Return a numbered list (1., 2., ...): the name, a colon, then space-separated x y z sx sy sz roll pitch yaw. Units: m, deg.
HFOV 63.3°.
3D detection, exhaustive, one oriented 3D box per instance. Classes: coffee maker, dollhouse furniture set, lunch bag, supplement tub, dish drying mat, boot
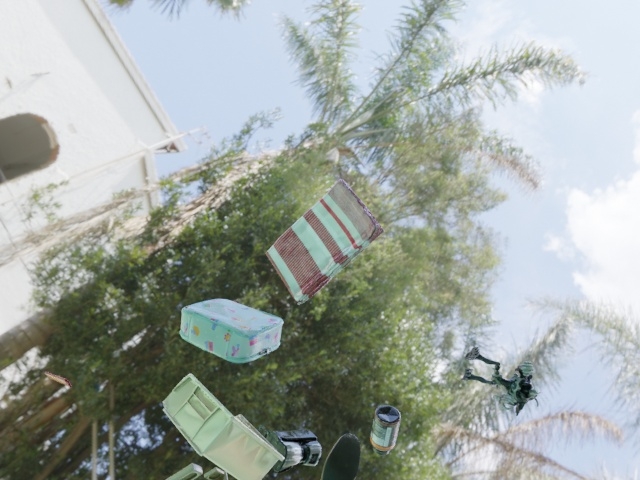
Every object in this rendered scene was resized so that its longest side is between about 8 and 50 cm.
1. coffee maker: -0.106 0.697 1.778 0.120 0.178 0.171 -50 -132 21
2. dollhouse furniture set: -0.397 0.825 1.694 0.144 0.123 0.151 -33 -48 5
3. lunch bag: -0.258 0.264 1.554 0.279 0.224 0.107 16 -79 28
4. supplement tub: 0.256 0.762 2.071 0.106 0.106 0.197 20 -59 25
5. dish drying mat: -0.671 0.355 1.328 0.083 0.008 0.032 7 -43 30
6. boot: 0.034 0.756 1.627 0.112 0.305 0.115 28 -25 -9

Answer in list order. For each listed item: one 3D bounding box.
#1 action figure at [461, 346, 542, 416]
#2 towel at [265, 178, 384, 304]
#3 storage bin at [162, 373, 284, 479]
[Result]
1. action figure: 0.581 0.441 1.602 0.276 0.163 0.141 24 -10 -2
2. towel: 0.000 0.000 1.502 0.329 0.037 0.237 -43 -128 10
3. storage bin: -0.276 0.527 1.442 0.260 0.123 0.262 24 -24 47
